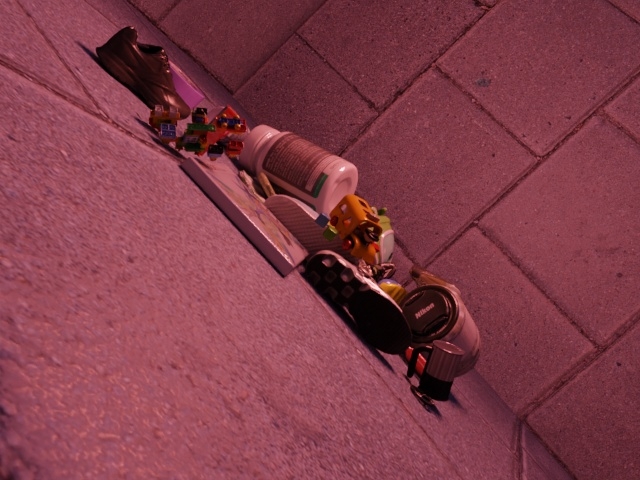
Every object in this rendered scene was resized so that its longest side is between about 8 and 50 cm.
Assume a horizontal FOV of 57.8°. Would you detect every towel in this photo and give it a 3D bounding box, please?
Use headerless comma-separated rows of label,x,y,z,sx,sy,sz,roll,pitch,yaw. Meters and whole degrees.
towel,-0.147,-0.133,1.797,0.148,0.027,0.110,63,-2,-30
towel,-0.190,-0.146,1.754,0.113,0.023,0.152,41,9,-38

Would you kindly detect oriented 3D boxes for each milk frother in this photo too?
milk frother,0.291,0.336,1.461,0.129,0.135,0.143,14,10,-8

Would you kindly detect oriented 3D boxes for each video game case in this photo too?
video game case,-0.163,-0.063,1.381,0.329,0.036,0.300,47,7,0

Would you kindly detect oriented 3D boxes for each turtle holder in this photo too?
turtle holder,0.152,0.019,2.123,0.320,0.243,0.228,126,-52,-81

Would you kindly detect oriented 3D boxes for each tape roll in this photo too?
tape roll,-0.467,-0.502,1.862,0.189,0.080,0.189,46,6,-6

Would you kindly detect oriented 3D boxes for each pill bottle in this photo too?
pill bottle,-0.304,-0.368,1.974,0.108,0.108,0.180,50,8,27
pill bottle,-0.077,-0.227,1.878,0.361,0.204,0.204,31,0,23

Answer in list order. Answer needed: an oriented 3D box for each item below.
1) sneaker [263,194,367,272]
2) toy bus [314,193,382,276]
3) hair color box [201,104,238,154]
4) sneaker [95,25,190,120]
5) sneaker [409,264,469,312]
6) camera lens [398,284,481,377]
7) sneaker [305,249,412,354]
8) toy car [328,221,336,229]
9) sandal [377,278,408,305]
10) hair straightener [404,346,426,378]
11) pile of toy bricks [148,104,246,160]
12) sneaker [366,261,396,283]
sneaker,0.000,0.000,1.608,0.366,0.135,0.150,47,11,-4
toy bus,0.106,-0.030,1.501,0.202,0.104,0.191,42,22,4
hair color box,-0.281,-0.295,1.545,0.043,0.141,0.072,45,7,-21
sneaker,-0.415,-0.412,1.456,0.109,0.130,0.286,50,6,39
sneaker,0.387,0.240,1.988,0.158,0.182,0.410,26,-18,44
camera lens,0.369,0.283,1.810,0.274,0.219,0.219,51,2,-44
sneaker,0.113,0.141,1.476,0.330,0.122,0.146,48,17,0
toy car,0.007,0.001,1.893,0.239,0.053,0.225,1,55,-52
sandal,0.251,0.217,2.036,0.138,0.126,0.317,48,-2,38
hair straightener,0.244,0.326,1.690,0.230,0.047,0.089,44,-17,26
pile of toy bricks,-0.279,-0.229,1.316,0.212,0.105,0.118,2,66,-23
sneaker,0.178,0.112,1.945,0.078,0.188,0.067,-29,-109,62
